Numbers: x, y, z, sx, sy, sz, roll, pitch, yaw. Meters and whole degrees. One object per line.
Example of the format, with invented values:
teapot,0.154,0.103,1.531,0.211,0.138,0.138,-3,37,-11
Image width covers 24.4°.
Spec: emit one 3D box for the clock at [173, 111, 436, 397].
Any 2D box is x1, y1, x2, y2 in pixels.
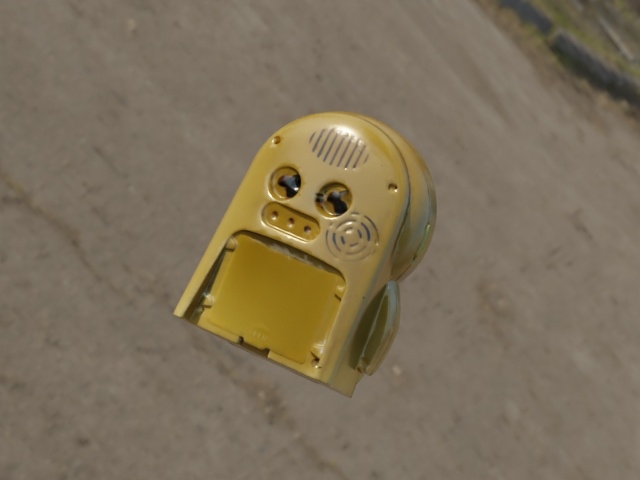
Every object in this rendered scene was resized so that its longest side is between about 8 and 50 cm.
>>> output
clock,0.000,0.000,1.742,0.244,0.317,0.200,24,0,13
